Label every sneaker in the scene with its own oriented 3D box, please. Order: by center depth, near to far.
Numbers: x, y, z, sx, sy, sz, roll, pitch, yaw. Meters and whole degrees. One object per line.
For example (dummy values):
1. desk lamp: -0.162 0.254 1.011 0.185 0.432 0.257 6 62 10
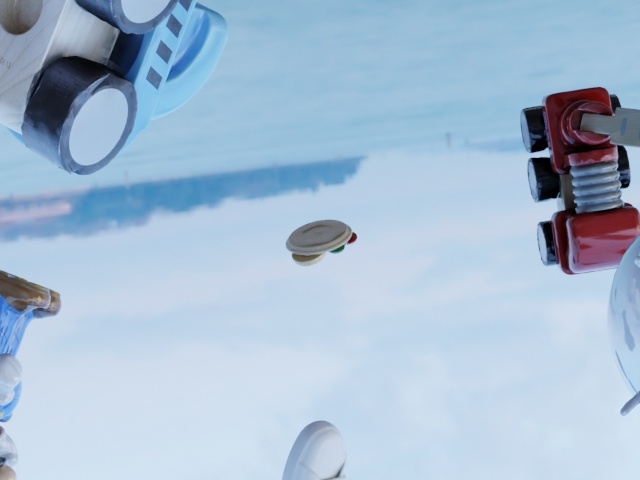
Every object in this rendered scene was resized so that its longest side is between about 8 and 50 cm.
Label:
1. sneaker: 0.018 0.388 1.899 0.106 0.290 0.123 -9 -163 -42

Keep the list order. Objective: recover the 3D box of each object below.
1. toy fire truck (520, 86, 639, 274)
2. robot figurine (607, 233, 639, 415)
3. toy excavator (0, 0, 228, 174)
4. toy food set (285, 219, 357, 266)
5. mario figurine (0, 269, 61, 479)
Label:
1. toy fire truck: 0.337 -0.072 1.633 0.158 0.217 0.246 -8 -178 -1
2. robot figurine: 0.382 0.060 1.167 0.353 0.300 0.200 -5 -178 -32
3. toy excavator: -0.159 -0.284 1.488 0.222 0.433 0.445 28 -168 24
4. toy food set: 0.000 0.000 1.666 0.082 0.020 0.083 -18 -155 -10
5. mario figurine: -0.381 0.206 1.682 0.170 0.320 0.198 18 174 37
